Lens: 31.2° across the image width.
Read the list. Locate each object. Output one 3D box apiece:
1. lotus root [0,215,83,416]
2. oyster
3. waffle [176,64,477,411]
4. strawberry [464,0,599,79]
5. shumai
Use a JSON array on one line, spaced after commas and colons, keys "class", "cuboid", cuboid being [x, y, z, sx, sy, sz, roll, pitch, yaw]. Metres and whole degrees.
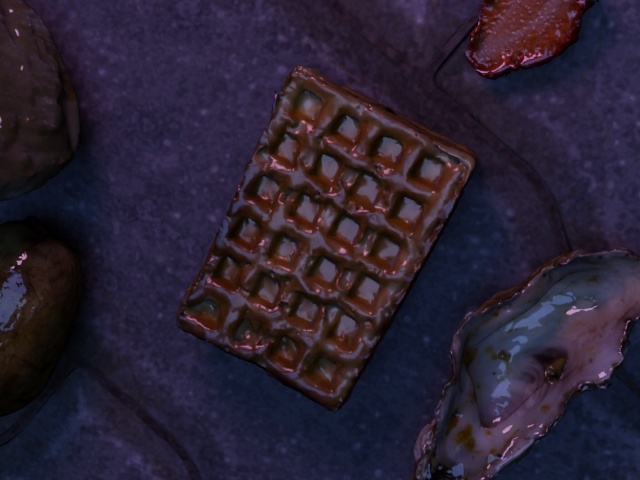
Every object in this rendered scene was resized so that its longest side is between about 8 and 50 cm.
[{"class": "lotus root", "cuboid": [-0.348, 0.098, 1.242, 0.145, 0.128, 0.260, 33, 100, 17]}, {"class": "oyster", "cuboid": [0.200, 0.138, 1.161, 0.166, 0.110, 0.341, 27, 102, -1]}, {"class": "waffle", "cuboid": [0.000, 0.000, 1.179, 0.212, 0.091, 0.308, 28, 103, 4]}, {"class": "strawberry", "cuboid": [0.203, -0.223, 1.121, 0.152, 0.048, 0.104, -38, 99, 29]}, {"class": "shumai", "cuboid": [-0.449, -0.135, 1.199, 0.288, 0.292, 0.330, -34, 82, 53]}]
